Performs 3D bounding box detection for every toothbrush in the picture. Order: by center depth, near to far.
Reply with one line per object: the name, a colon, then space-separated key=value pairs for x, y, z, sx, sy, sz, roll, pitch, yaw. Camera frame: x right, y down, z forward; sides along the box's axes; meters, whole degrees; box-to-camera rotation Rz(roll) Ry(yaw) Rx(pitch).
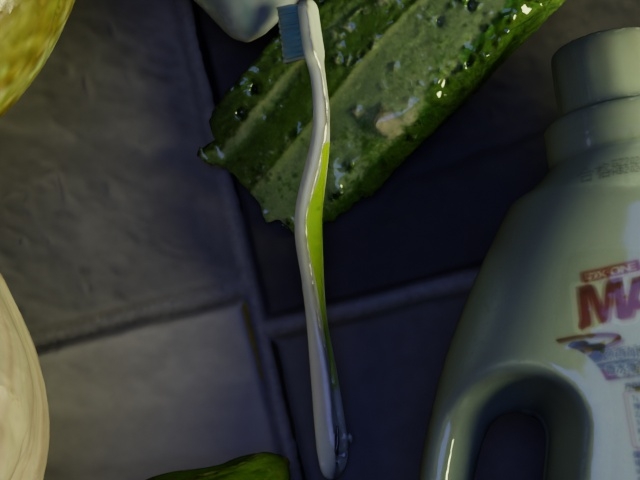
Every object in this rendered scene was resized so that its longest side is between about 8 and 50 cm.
toothbrush: x=0.000 y=0.000 z=0.996 sx=0.026 sy=0.022 sz=0.263 roll=-5 pitch=91 yaw=28

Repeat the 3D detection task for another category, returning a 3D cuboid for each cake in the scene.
cake: x=0.045 y=-0.108 z=1.035 sx=0.100 sy=0.099 sz=0.235 roll=46 pitch=106 yaw=9

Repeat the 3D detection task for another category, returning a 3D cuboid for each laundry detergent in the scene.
laundry detergent: x=0.164 y=0.089 z=0.948 sx=0.264 sy=0.125 sz=0.397 roll=-8 pitch=78 yaw=2

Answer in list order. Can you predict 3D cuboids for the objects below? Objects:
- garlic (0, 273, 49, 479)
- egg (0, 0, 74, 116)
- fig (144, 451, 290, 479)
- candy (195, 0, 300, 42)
garlic: x=-0.279 y=0.072 z=0.880 sx=0.317 sy=0.317 sz=0.259 roll=24 pitch=85 yaw=7
egg: x=-0.233 y=-0.182 z=0.953 sx=0.238 sy=0.238 sz=0.289 roll=-10 pitch=66 yaw=1
fig: x=-0.062 y=0.174 z=0.952 sx=0.156 sy=0.123 sz=0.123 roll=-36 pitch=79 yaw=-31
candy: x=-0.024 y=-0.211 z=1.035 sx=0.174 sy=0.071 sz=0.138 roll=-43 pitch=75 yaw=-4
